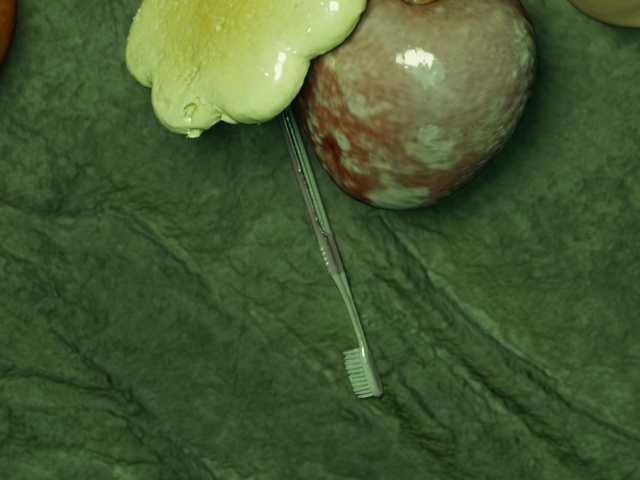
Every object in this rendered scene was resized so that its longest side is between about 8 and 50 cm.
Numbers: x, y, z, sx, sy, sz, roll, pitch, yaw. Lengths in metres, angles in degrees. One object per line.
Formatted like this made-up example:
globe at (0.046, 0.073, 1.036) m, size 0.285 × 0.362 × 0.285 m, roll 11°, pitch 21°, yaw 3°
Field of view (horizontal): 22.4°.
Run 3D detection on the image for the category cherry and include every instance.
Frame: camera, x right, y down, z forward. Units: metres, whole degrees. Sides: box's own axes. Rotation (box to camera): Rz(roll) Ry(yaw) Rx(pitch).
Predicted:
cherry at (0.085, -0.164, 1.491) m, size 0.213 × 0.236 × 0.285 m, roll -12°, pitch 124°, yaw -22°

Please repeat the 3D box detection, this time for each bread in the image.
bread at (-0.070, -0.241, 1.478) m, size 0.054 × 0.316 × 0.316 m, roll 22°, pitch 112°, yaw -43°

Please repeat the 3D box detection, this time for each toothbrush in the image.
toothbrush at (0.000, 0.000, 1.647) m, size 0.029 × 0.024 × 0.354 m, roll -13°, pitch 104°, yaw 19°

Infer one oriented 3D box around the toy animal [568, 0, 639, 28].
toy animal at (0.240, -0.318, 1.403) m, size 0.269 × 0.326 × 0.237 m, roll 35°, pitch 85°, yaw 25°

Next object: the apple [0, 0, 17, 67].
apple at (-0.396, -0.242, 1.558) m, size 0.210 × 0.173 × 0.234 m, roll 2°, pitch 114°, yaw 2°
